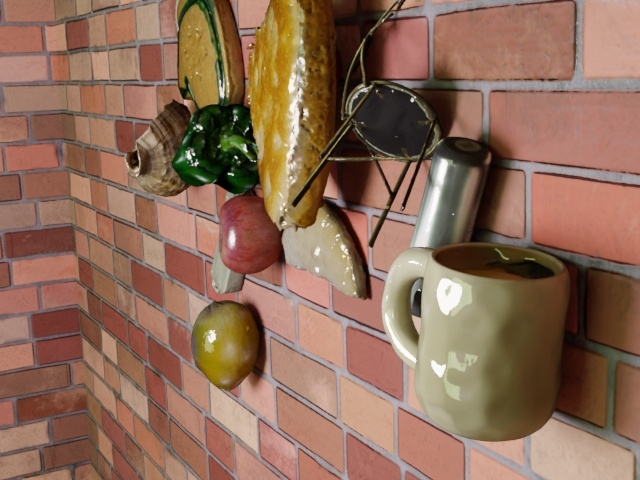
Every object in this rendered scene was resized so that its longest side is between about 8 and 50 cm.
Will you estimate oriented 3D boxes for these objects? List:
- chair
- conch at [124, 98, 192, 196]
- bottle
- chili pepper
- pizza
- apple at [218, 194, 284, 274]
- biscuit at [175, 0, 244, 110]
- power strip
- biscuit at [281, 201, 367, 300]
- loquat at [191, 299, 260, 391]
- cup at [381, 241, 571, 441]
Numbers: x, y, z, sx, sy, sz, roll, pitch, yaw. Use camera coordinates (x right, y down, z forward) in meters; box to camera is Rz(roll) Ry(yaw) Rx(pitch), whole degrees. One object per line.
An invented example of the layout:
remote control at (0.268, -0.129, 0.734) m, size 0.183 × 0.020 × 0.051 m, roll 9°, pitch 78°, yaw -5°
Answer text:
chair at (0.091, -0.171, 1.312) m, size 0.326 × 0.170 × 0.160 m, roll -61°, pitch 3°, yaw -33°
conch at (-0.332, -0.185, 2.082) m, size 0.210 × 0.159 × 0.291 m, roll -47°, pitch 10°, yaw 13°
bottle at (0.163, -0.010, 1.254) m, size 0.079 × 0.096 × 0.254 m, roll 19°, pitch 122°, yaw 12°
chili pepper at (-0.174, -0.179, 1.788) m, size 0.261 × 0.173 × 0.165 m, roll -24°, pitch 50°, yaw 63°
pizza at (-0.045, -0.266, 1.572) m, size 0.406 × 0.130 × 0.440 m, roll -127°, pitch 39°, yaw -66°
apple at (-0.132, -0.012, 1.782) m, size 0.153 × 0.119 × 0.154 m, roll 178°, pitch 90°, yaw -78°
biscuit at (-0.250, -0.392, 1.985) m, size 0.287 × 0.057 × 0.344 m, roll -34°, pitch 66°, yaw 60°
power strip at (-0.178, 0.003, 1.954) m, size 0.078 × 0.052 × 0.272 m, roll 57°, pitch 144°, yaw 39°
biscuit at (-0.002, 0.000, 1.626) m, size 0.289 × 0.038 × 0.141 m, roll 28°, pitch 121°, yaw 58°
loquat at (-0.197, 0.217, 1.951) m, size 0.152 × 0.152 × 0.195 m, roll 14°, pitch 117°, yaw 61°
cup at (0.166, 0.113, 1.140) m, size 0.255 × 0.173 × 0.202 m, roll 10°, pitch 108°, yaw 26°
